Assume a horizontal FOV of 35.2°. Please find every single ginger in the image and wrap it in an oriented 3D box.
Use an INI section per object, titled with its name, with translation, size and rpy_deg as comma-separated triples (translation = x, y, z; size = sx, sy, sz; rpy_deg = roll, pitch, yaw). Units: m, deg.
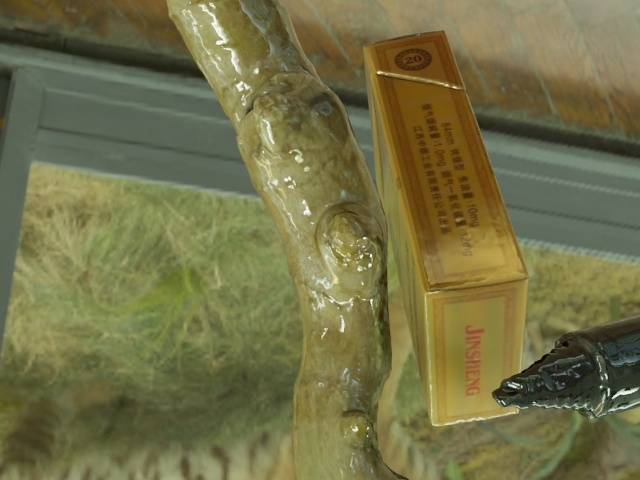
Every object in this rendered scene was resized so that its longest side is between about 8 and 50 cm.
[ginger]
translation = 0.000, 0.000, 0.389
size = 0.075, 0.288, 0.089
rpy_deg = -18, 165, -8

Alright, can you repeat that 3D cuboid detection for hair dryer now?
[hair dryer]
translation = 0.268, 0.056, 0.608
size = 0.352, 0.107, 0.189
rpy_deg = -12, 170, -21

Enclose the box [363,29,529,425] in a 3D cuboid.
[box]
translation = 0.095, -0.015, 0.810
size = 0.076, 0.274, 0.174
rpy_deg = -8, 138, -1
